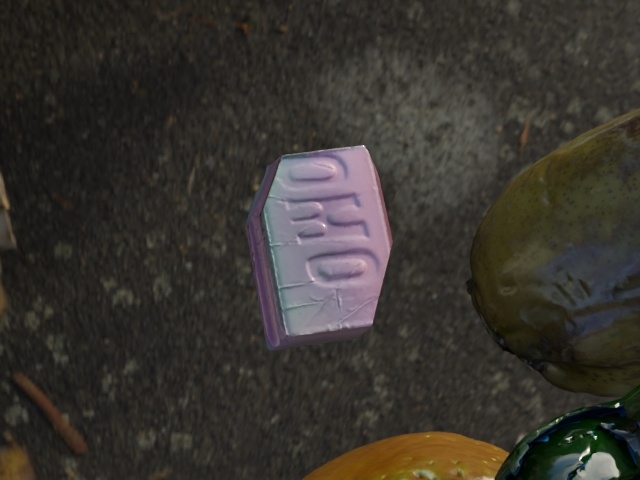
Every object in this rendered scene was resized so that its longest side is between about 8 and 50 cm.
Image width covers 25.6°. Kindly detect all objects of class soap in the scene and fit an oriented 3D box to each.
[{"bbox_3d":[0.000,0.000,1.037,0.100,0.056,0.149,-5,75,-18],"label":"soap"}]

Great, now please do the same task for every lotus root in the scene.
[{"bbox_3d":[0.210,-0.007,0.760,0.278,0.154,0.154,-22,64,28],"label":"lotus root"}]

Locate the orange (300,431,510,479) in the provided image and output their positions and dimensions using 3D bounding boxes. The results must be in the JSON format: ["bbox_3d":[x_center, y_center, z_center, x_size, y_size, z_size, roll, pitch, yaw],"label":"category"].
[{"bbox_3d":[0.060,0.251,0.955,0.262,0.335,0.196,-30,53,3],"label":"orange"}]

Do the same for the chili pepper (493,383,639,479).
[{"bbox_3d":[0.178,0.177,0.525,0.233,0.248,0.257,-40,100,-11],"label":"chili pepper"}]
